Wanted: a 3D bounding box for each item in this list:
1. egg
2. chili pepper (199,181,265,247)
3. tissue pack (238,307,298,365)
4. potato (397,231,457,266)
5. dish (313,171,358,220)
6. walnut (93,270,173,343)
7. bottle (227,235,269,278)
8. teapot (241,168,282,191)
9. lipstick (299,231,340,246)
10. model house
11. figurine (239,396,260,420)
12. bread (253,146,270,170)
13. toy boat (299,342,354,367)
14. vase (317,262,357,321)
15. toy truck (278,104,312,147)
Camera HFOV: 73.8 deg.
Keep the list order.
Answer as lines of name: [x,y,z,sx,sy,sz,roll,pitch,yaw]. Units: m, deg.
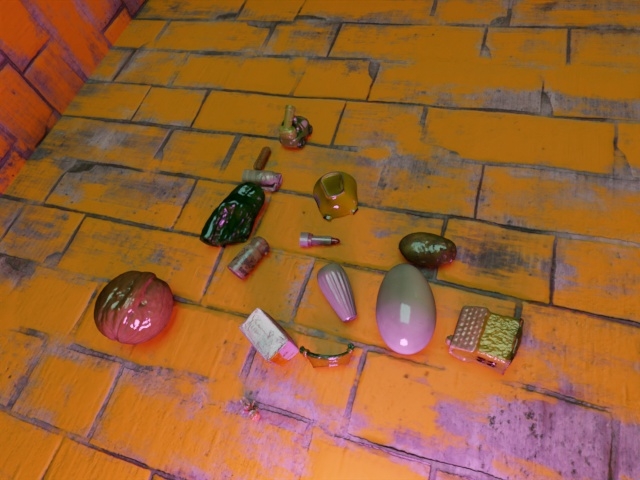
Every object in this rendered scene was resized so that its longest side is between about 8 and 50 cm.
egg: [0.329,0.255,1.651,0.230,0.230,0.370,-1,55,12]
chili pepper: [-0.418,-0.126,2.062,0.213,0.167,0.384,25,70,25]
tissue pack: [-0.197,0.388,1.683,0.124,0.225,0.185,-44,68,-10]
potato: [0.452,0.037,1.818,0.252,0.113,0.149,3,69,23]
dish: [0.069,-0.238,2.054,0.221,0.108,0.262,-14,59,5]
walnut: [-0.802,0.285,1.852,0.333,0.332,0.332,-5,60,9]
bottle: [-0.323,0.076,1.967,0.110,0.097,0.209,32,72,28]
teapot: [-0.302,-0.306,2.190,0.201,0.077,0.107,5,66,15]
lipstick: [0.000,0.001,1.969,0.187,0.057,0.063,4,62,8]
model house: [0.596,0.352,1.570,0.234,0.174,0.193,19,67,18]
figurine: [-0.274,0.657,1.664,0.064,0.047,0.109,-47,53,-7]
bread: [-0.312,-0.439,2.284,0.052,0.044,0.157,9,63,24]
toy boat: [0.026,0.454,1.686,0.230,0.089,0.088,-8,74,12]
vase: [0.077,0.221,1.790,0.128,0.128,0.248,-24,68,-1]
toy truck: [-0.151,-0.593,2.256,0.148,0.210,0.186,17,84,20]
